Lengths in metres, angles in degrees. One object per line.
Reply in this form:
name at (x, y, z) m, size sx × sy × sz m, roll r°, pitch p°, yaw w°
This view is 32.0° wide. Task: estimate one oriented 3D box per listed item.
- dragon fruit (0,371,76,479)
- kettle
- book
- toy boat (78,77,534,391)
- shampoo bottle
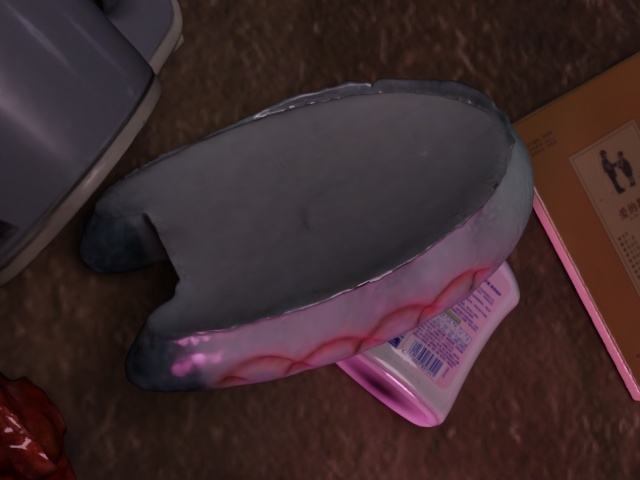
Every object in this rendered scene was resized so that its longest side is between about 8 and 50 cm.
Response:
dragon fruit at (-0.196, 0.168, 0.380) m, size 0.240 × 0.302 × 0.330 m, roll 6°, pitch 60°, yaw 10°
kettle at (-0.179, -0.114, 0.449) m, size 0.243 × 0.160 × 0.211 m, roll 40°, pitch 40°, yaw -20°
book at (0.184, -0.011, 0.640) m, size 0.118 × 0.012 × 0.172 m, roll -29°, pitch 94°, yaw -24°
toy boat at (0.000, 0.000, 0.508) m, size 0.207 × 0.134 × 0.079 m, roll -24°, pitch 135°, yaw -12°
shampoo bottle at (0.055, 0.034, 0.561) m, size 0.072 × 0.043 × 0.099 m, roll 39°, pitch 68°, yaw -5°
